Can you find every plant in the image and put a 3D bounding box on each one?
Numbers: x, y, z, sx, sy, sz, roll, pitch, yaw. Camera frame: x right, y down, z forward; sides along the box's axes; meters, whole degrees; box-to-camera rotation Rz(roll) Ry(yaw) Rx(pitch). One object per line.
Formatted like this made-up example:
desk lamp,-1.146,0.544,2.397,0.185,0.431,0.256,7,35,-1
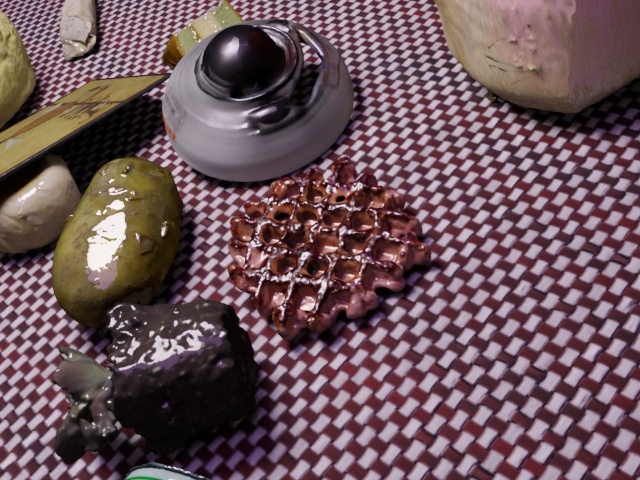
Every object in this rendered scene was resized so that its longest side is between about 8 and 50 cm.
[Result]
plant,-0.168,0.138,0.717,0.203,0.131,0.143,-8,48,3

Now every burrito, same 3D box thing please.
burrito,-0.472,-0.452,1.430,0.082,0.059,0.275,-29,43,15

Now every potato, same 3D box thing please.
potato,-0.247,0.002,0.892,0.149,0.113,0.251,-4,57,9

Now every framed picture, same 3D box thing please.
framed picture,-0.415,-0.171,1.099,0.255,0.014,0.338,9,42,46

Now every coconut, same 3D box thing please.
coconut,0.297,-0.388,0.852,0.404,0.405,0.405,-11,46,12

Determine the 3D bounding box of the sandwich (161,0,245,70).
sandwich,-0.172,-0.289,1.194,0.117,0.144,0.187,-37,11,-13

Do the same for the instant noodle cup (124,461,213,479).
instant noodle cup,-0.140,0.304,0.528,0.206,0.207,0.233,4,43,24

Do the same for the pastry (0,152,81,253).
pastry,-0.415,-0.054,1.022,0.156,0.092,0.156,-10,45,10

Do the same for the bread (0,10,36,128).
bread,-0.667,-0.286,1.229,0.320,0.237,0.321,-12,50,14

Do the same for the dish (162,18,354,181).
dish,-0.095,-0.226,0.982,0.273,0.134,0.274,-4,59,6

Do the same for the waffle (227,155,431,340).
waffle,0.000,0.000,0.834,0.221,0.055,0.234,-30,50,-9
